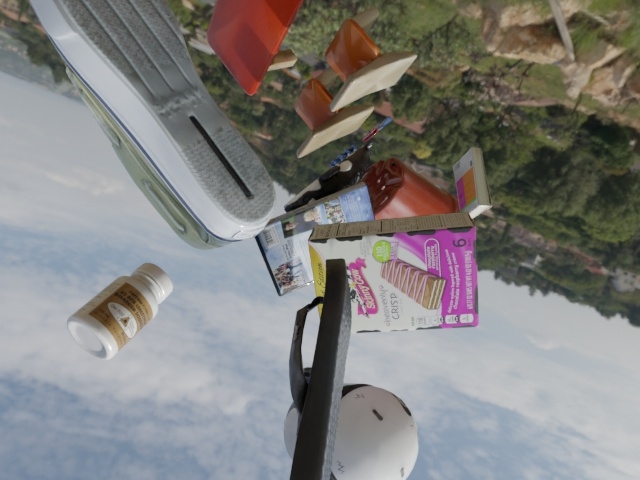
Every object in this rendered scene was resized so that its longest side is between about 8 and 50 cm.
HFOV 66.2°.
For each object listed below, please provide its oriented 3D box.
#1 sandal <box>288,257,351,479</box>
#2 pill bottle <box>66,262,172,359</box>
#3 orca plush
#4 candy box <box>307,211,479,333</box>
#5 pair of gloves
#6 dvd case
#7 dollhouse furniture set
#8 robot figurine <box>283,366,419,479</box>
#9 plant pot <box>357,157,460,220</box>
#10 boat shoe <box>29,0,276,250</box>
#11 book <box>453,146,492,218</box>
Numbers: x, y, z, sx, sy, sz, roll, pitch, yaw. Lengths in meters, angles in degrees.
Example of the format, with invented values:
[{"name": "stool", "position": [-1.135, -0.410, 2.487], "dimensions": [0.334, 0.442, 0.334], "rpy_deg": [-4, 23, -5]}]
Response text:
[{"name": "sandal", "position": [-0.009, 0.123, 0.442], "dimensions": [0.055, 0.254, 0.097], "rpy_deg": [5, 148, 10]}, {"name": "pill bottle", "position": [-0.466, 0.159, 1.169], "dimensions": [0.131, 0.131, 0.229], "rpy_deg": [22, -137, 16]}, {"name": "orca plush", "position": [0.047, -0.114, 1.116], "dimensions": [0.102, 0.151, 0.287], "rpy_deg": [51, -135, -3]}, {"name": "candy box", "position": [0.108, 0.051, 0.727], "dimensions": [0.234, 0.159, 0.071], "rpy_deg": [-5, -160, 10]}, {"name": "pair of gloves", "position": [0.109, -0.269, 1.333], "dimensions": [0.023, 0.198, 0.159], "rpy_deg": [50, -157, -5]}, {"name": "dvd case", "position": [0.000, 0.000, 1.032], "dimensions": [0.253, 0.180, 0.022], "rpy_deg": [-23, -145, -8]}, {"name": "dollhouse furniture set", "position": [-0.040, -0.232, 0.414], "dimensions": [0.262, 0.135, 0.259], "rpy_deg": [52, 145, 3]}, {"name": "robot figurine", "position": [0.046, 0.334, 0.853], "dimensions": [0.209, 0.173, 0.278], "rpy_deg": [27, 156, -21]}, {"name": "plant pot", "position": [0.235, -0.077, 1.370], "dimensions": [0.265, 0.272, 0.272], "rpy_deg": [34, 177, -30]}, {"name": "boat shoe", "position": [-0.156, -0.119, 0.414], "dimensions": [0.302, 0.094, 0.109], "rpy_deg": [58, -141, -5]}, {"name": "book", "position": [0.344, -0.128, 1.134], "dimensions": [0.035, 0.144, 0.096], "rpy_deg": [1, 162, -13]}]
